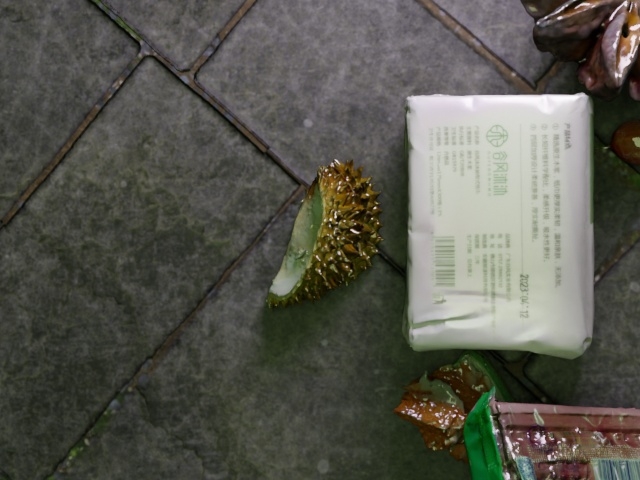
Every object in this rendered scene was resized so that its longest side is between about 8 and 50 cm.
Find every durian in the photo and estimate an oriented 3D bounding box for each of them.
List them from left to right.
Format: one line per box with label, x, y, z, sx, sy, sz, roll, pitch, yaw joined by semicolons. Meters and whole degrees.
durian;0.000;0.000;1.816;0.139;0.144;0.252;19;99;32

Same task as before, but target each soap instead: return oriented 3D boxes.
soap;0.338;0.312;1.664;0.273;0.098;0.218;6;58;-26

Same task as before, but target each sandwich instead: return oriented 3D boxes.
sandwich;0.210;0.254;1.746;0.109;0.160;0.185;-43;77;24

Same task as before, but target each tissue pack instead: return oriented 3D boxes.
tissue pack;0.247;-0.022;1.721;0.266;0.194;0.357;1;91;10

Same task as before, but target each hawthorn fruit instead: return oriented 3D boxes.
hawthorn fruit;0.432;-0.134;1.757;0.103;0.066;0.067;-14;87;23

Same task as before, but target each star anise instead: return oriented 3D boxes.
star anise;0.399;-0.297;1.681;0.331;0.332;0.118;31;136;9
